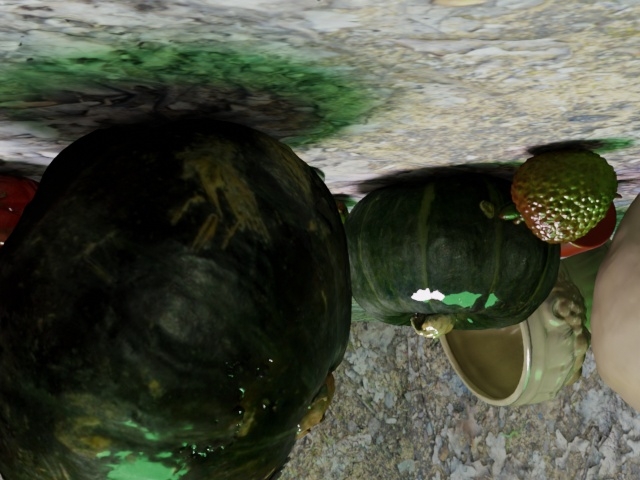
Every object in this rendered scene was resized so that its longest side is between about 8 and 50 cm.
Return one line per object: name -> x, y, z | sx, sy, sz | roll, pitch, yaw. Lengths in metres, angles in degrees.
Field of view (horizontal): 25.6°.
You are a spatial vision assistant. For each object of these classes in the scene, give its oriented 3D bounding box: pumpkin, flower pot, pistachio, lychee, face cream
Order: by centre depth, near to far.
pumpkin -> -0.146, 0.094, 1.412 | 0.343, 0.455, 0.454 | 18, 176, 11
lychee -> 0.279, -0.054, 1.657 | 0.146, 0.114, 0.114 | -29, 160, 30
pumpkin -> 0.171, 0.026, 1.853 | 0.300, 0.207, 0.300 | 4, 167, 1
pistachio -> 0.502, 0.078, 1.858 | 0.281, 0.365, 0.445 | 4, 146, -2
face cream -> 0.328, -0.020, 1.985 | 0.095, 0.096, 0.214 | -1, 172, -15
flower pot -> 0.346, 0.097, 2.244 | 0.244, 0.308, 0.307 | -17, 179, -24

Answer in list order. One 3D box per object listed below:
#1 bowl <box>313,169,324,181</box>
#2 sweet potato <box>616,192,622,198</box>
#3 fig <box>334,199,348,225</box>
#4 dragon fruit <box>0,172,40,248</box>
bowl -> -0.158, 0.002, 1.760 | 0.337, 0.158, 0.337 | -3, 172, 0
sweet potato -> 0.343, -0.060, 1.852 | 0.117, 0.049, 0.049 | 3, 172, -14
fig -> 0.000, 0.000, 1.974 | 0.123, 0.123, 0.156 | 3, 154, -36
dragon fruit -> -0.381, 0.003, 1.650 | 0.172, 0.172, 0.209 | -7, 179, 33
